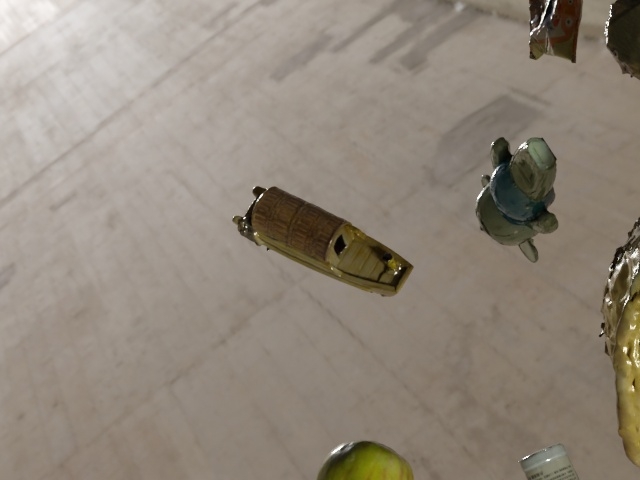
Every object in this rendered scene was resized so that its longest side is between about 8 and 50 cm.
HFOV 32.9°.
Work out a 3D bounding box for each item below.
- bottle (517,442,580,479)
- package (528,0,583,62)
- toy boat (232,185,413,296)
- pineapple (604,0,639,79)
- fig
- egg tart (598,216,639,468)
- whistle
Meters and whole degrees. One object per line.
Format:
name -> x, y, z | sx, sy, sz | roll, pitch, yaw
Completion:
bottle -> 0.299, 0.343, 1.247 | 0.060, 0.217, 0.060 | -21, 162, -7
package -> 0.260, -0.252, 1.197 | 0.031, 0.108, 0.121 | -2, -169, -13
toy boat -> 0.000, 0.000, 1.223 | 0.226, 0.088, 0.068 | 25, -107, 24
pineapple -> 0.358, -0.214, 1.108 | 0.108, 0.108, 0.197 | -19, -178, 30
fig -> 0.014, 0.255, 1.000 | 0.166, 0.093, 0.093 | -48, -153, -7
egg tart -> 0.346, 0.053, 0.921 | 0.341, 0.341, 0.132 | -43, -146, -17
whistle -> 0.201, -0.046, 1.105 | 0.077, 0.114, 0.236 | -27, 166, -5
